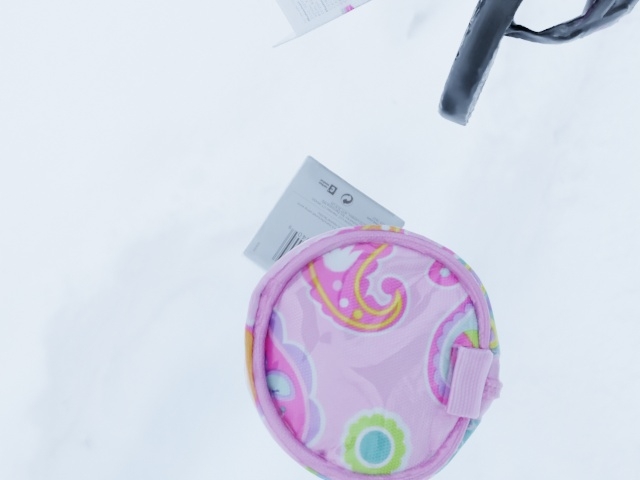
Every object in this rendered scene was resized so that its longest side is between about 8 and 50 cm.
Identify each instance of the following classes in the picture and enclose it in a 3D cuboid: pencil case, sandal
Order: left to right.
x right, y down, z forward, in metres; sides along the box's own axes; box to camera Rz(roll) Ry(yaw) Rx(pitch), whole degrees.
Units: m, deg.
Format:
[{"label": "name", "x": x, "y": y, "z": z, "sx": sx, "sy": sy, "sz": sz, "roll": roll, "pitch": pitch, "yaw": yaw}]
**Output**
[{"label": "pencil case", "x": 0.029, "y": 0.059, "z": 0.517, "sx": 0.124, "sy": 0.284, "sz": 0.124, "roll": 0, "pitch": 85, "yaw": 3}, {"label": "sandal", "x": 0.224, "y": -0.270, "z": 0.637, "sx": 0.107, "sy": 0.167, "sz": 0.446, "roll": 30, "pitch": 91, "yaw": 7}]

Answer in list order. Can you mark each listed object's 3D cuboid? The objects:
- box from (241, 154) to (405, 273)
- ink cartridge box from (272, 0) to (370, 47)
[{"label": "box", "x": 0.000, "y": 0.000, "z": 0.769, "sx": 0.101, "sy": 0.087, "sz": 0.102, "roll": 34, "pitch": 84, "yaw": -3}, {"label": "ink cartridge box", "x": 0.028, "y": -0.216, "z": 0.680, "sx": 0.104, "sy": 0.181, "sz": 0.061, "roll": -43, "pitch": 109, "yaw": -33}]
